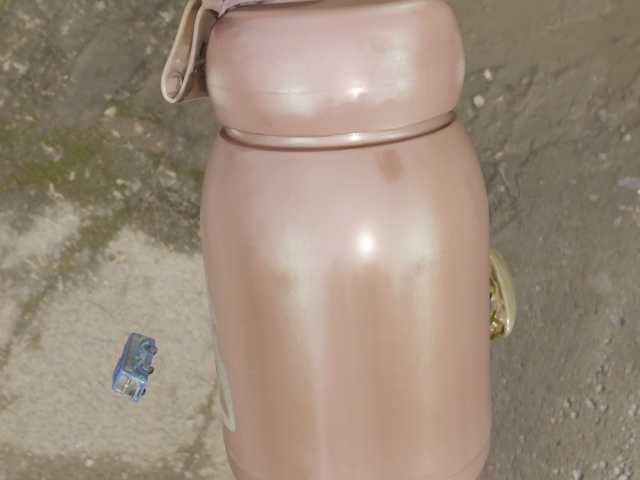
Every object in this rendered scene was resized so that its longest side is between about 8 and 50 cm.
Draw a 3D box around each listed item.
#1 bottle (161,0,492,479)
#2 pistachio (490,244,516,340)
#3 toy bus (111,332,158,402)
[{"bbox_3d":[0.000,0.000,0.491,0.207,0.296,0.173,13,28,37],"label":"bottle"},{"bbox_3d":[0.191,0.061,1.083,0.125,0.124,0.184,-21,45,3],"label":"pistachio"},{"bbox_3d":[-0.306,0.208,1.351,0.061,0.153,0.051,21,106,-11],"label":"toy bus"}]
